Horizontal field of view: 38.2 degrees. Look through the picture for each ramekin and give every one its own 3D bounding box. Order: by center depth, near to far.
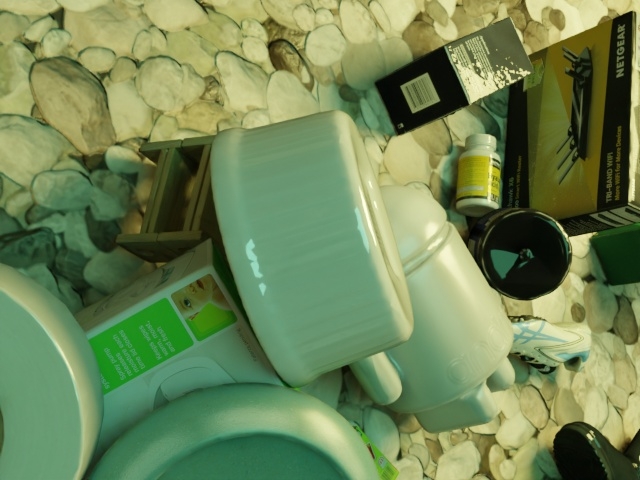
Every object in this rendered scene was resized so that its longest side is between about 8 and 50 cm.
[{"bbox_3d":[0.000,0.000,0.950,0.277,0.135,0.277,-17,90,-81],"label":"ramekin"}]

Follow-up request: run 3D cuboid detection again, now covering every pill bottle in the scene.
[{"bbox_3d":[0.271,0.014,1.301,0.122,0.219,0.123,0,93,3],"label":"pill bottle"},{"bbox_3d":[0.240,-0.099,1.402,0.065,0.065,0.116,16,71,-33],"label":"pill bottle"}]

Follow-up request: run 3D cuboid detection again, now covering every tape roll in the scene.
[{"bbox_3d":[-0.341,0.154,0.814,0.286,0.100,0.286,0,94,-2],"label":"tape roll"}]

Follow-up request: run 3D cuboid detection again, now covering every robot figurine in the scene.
[{"bbox_3d":[0.112,0.077,1.186,0.353,0.199,0.300,57,38,-13],"label":"robot figurine"}]

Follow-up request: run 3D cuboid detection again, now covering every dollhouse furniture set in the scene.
[{"bbox_3d":[-0.127,-0.022,1.100,0.183,0.128,0.129,39,57,-52],"label":"dollhouse furniture set"}]

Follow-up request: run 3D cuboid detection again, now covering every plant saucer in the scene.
[{"bbox_3d":[-0.078,0.294,0.881,0.317,0.043,0.318,-3,99,-19],"label":"plant saucer"}]

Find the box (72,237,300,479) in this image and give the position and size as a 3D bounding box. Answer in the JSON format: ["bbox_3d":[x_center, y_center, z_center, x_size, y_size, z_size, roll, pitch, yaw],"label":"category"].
[{"bbox_3d":[-0.148,0.172,0.956,0.231,0.127,0.262,-28,104,-1],"label":"box"}]

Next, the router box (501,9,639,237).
[{"bbox_3d":[0.399,-0.165,1.422,0.081,0.243,0.309,18,69,-32],"label":"router box"}]

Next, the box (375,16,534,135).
[{"bbox_3d":[0.193,-0.237,1.340,0.158,0.156,0.093,-29,97,-37],"label":"box"}]

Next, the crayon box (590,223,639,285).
[{"bbox_3d":[0.694,-0.061,1.571,0.363,0.313,0.106,-31,99,-37],"label":"crayon box"}]

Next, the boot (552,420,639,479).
[{"bbox_3d":[0.483,0.338,1.467,0.207,0.094,0.247,-38,110,-32],"label":"boot"}]

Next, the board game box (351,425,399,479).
[{"bbox_3d":[0.016,0.333,1.161,0.092,0.043,0.181,49,56,-17],"label":"board game box"}]

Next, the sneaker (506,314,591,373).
[{"bbox_3d":[0.321,0.157,1.399,0.237,0.085,0.086,10,82,-31],"label":"sneaker"}]
